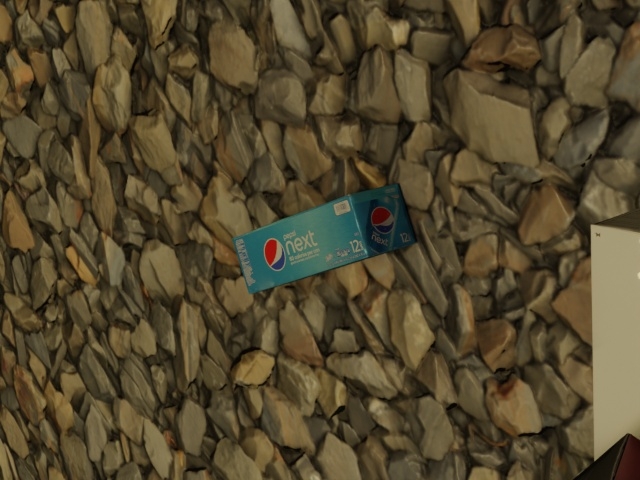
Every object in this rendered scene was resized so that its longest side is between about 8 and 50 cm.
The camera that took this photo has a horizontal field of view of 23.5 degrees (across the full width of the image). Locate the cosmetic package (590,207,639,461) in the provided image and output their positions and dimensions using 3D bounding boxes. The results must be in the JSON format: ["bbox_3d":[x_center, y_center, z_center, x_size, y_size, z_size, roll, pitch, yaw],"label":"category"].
[{"bbox_3d":[0.281,0.095,1.295,0.060,0.099,0.239,13,113,47],"label":"cosmetic package"}]

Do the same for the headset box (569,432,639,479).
[{"bbox_3d":[0.274,0.307,1.267,0.293,0.110,0.218,35,134,-3],"label":"headset box"}]

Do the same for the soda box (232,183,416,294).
[{"bbox_3d":[0.000,0.000,1.609,0.210,0.071,0.067,-18,88,51],"label":"soda box"}]
